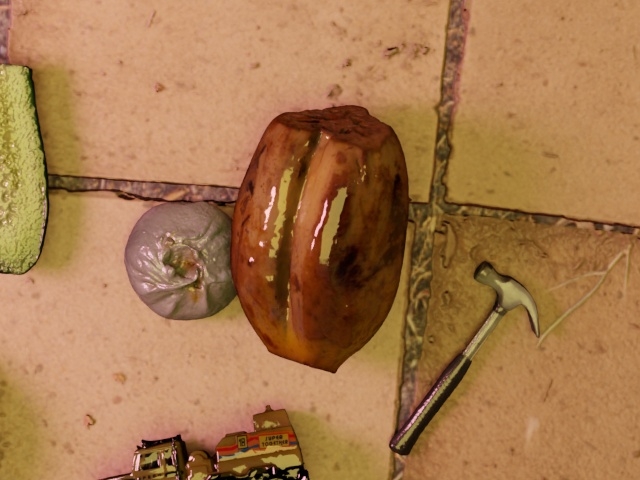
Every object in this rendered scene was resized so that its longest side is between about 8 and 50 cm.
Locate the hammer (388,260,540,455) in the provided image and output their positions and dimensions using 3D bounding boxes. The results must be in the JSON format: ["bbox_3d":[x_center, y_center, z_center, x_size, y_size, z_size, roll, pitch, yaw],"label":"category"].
[{"bbox_3d":[0.164,0.152,1.917,0.103,0.029,0.246,33,96,-7],"label":"hammer"}]

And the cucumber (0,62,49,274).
[{"bbox_3d":[-0.362,-0.082,1.824,0.115,0.063,0.244,-8,98,-12],"label":"cucumber"}]

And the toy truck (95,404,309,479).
[{"bbox_3d":[-0.143,0.274,1.867,0.257,0.127,0.127,-15,84,-1],"label":"toy truck"}]

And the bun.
[{"bbox_3d":[-0.151,0.025,1.846,0.140,0.083,0.141,-1,98,-7],"label":"bun"}]

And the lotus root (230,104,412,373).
[{"bbox_3d":[-0.007,0.001,1.798,0.193,0.193,0.291,5,102,-5],"label":"lotus root"}]
